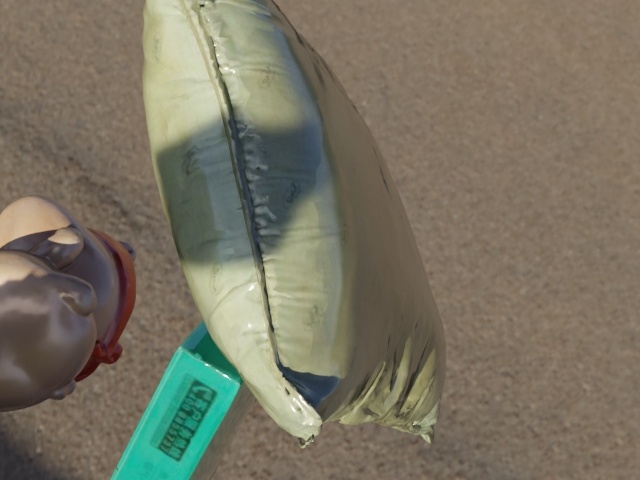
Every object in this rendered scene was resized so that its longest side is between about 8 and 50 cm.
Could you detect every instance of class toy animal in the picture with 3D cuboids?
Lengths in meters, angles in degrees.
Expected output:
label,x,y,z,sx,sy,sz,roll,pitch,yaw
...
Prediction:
label,x,y,z,sx,sy,sz,roll,pitch,yaw
toy animal,-0.239,0.055,0.973,0.171,0.171,0.198,28,11,-1

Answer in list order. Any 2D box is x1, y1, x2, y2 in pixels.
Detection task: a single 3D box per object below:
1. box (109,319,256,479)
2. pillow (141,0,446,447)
label,x,y,z,sx,sy,sz,roll,pitch,yaw
box,-0.076,0.116,0.648,0.042,0.226,0.161,31,27,5
pillow,0.000,0.000,0.502,0.074,0.302,0.185,-18,76,9
